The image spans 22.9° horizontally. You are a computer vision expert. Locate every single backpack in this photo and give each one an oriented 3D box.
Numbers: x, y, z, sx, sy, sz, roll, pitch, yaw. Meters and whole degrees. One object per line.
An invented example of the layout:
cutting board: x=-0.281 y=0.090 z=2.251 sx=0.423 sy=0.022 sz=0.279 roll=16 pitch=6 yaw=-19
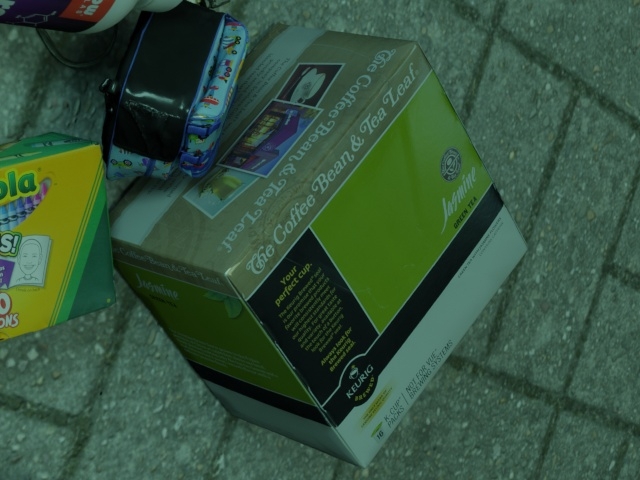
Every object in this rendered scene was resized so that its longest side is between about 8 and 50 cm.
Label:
backpack: x=-0.146 y=-0.129 z=1.517 sx=0.173 sy=0.117 sz=0.158 roll=112 pitch=-5 yaw=-54

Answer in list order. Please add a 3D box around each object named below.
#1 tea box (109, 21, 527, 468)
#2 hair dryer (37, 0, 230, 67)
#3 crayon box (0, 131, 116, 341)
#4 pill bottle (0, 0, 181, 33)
tea box: x=0.000 y=0.000 z=1.668 sx=0.329 sy=0.220 sz=0.323 roll=-51 pitch=132 yaw=-23
hair dryer: x=-0.181 y=-0.326 z=1.501 sx=0.223 sy=0.080 sz=0.293 roll=-28 pitch=119 yaw=-36
crayon box: x=-0.326 y=0.010 z=1.446 sx=0.278 sy=0.081 sz=0.165 roll=-19 pitch=114 yaw=-40
pill bottle: x=-0.265 y=-0.274 z=1.339 sx=0.323 sy=0.181 sz=0.181 roll=2 pitch=99 yaw=-38
